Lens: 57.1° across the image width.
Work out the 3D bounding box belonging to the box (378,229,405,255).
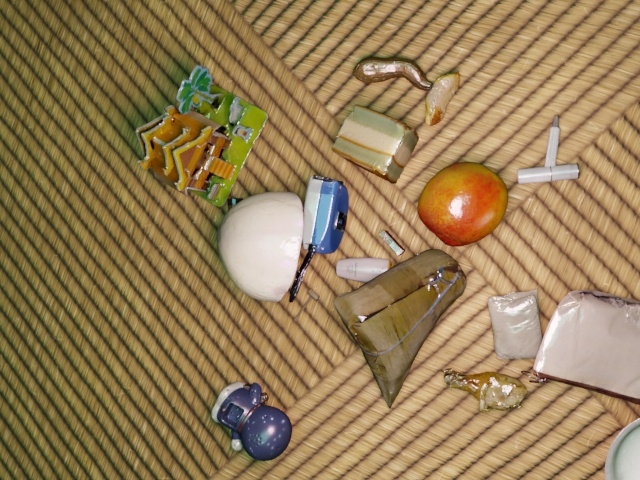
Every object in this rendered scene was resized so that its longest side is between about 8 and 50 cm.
[{"bbox_3d":[0.203,0.006,1.667,0.023,0.051,0.082,-44,79,10],"label":"box"}]

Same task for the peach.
[{"bbox_3d":[0.367,-0.095,1.536,0.230,0.231,0.231,0,90,16],"label":"peach"}]

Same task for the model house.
[{"bbox_3d":[-0.353,-0.304,1.695,0.242,0.313,0.358,31,97,11],"label":"model house"}]

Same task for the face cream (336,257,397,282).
[{"bbox_3d":[0.137,0.085,1.685,0.182,0.051,0.072,4,91,15],"label":"face cream"}]

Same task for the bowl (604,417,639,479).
[{"bbox_3d":[0.849,0.557,1.434,0.313,0.146,0.314,0,89,17],"label":"bowl"}]

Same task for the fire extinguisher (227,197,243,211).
[{"bbox_3d":[-0.255,-0.041,1.800,0.062,0.050,0.178,-2,90,-23],"label":"fire extinguisher"}]

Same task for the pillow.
[{"bbox_3d":[0.523,0.230,1.565,0.134,0.078,0.182,-9,95,14],"label":"pillow"}]

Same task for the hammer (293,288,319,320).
[{"bbox_3d":[-0.047,0.197,1.754,0.035,0.019,0.110,39,102,13],"label":"hammer"}]

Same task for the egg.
[{"bbox_3d":[-0.183,0.009,1.622,0.200,0.337,0.338,8,92,-19],"label":"egg"}]

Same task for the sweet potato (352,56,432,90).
[{"bbox_3d":[0.206,-0.478,1.668,0.232,0.062,0.081,11,108,12],"label":"sweet potato"}]

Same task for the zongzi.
[{"bbox_3d":[0.264,0.237,1.619,0.355,0.174,0.393,-29,117,-8],"label":"zongzi"}]

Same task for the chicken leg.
[{"bbox_3d":[0.436,0.401,1.582,0.227,0.088,0.103,6,104,12],"label":"chicken leg"}]

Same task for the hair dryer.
[{"bbox_3d":[0.600,-0.247,1.569,0.154,0.044,0.183,-5,83,14],"label":"hair dryer"}]

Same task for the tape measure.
[{"bbox_3d":[0.000,0.000,1.638,0.097,0.215,0.352,13,93,15],"label":"tape measure"}]

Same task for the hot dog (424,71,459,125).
[{"bbox_3d":[0.325,-0.393,1.629,0.061,0.078,0.169,26,85,45],"label":"hot dog"}]

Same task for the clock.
[{"bbox_3d":[-0.198,0.540,1.733,0.243,0.146,0.200,31,93,21],"label":"clock"}]

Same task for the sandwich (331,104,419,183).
[{"bbox_3d":[0.138,-0.268,1.597,0.198,0.227,0.155,28,96,14],"label":"sandwich"}]

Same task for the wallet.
[{"bbox_3d":[0.704,0.269,1.494,0.334,0.068,0.275,14,96,-4],"label":"wallet"}]
